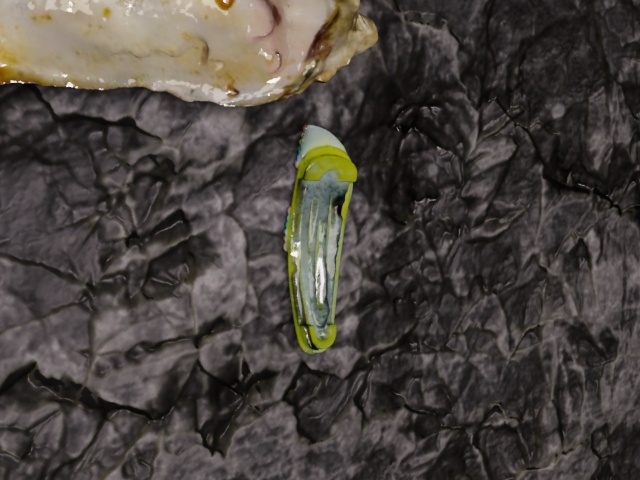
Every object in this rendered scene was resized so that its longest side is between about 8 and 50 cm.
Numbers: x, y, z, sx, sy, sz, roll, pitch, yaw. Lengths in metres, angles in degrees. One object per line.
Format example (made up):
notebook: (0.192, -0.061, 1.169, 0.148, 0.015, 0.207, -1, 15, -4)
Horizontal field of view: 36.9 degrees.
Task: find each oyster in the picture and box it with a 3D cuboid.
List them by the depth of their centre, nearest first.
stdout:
oyster: (-0.106, -0.212, 0.648, 0.361, 0.096, 0.221, 1, 129, -28)

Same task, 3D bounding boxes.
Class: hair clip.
hair clip: (0.000, 0.000, 0.799, 0.060, 0.033, 0.189, 1, 94, -34)
